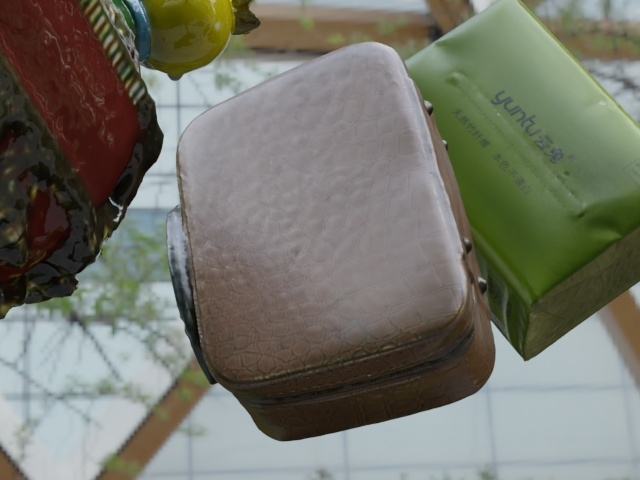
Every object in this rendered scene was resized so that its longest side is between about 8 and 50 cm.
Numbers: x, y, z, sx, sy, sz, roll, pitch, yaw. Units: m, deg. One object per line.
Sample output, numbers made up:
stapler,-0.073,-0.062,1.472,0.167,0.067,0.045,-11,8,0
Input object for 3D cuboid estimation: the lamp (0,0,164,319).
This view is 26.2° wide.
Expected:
lamp,-0.178,-0.089,0.570,0.177,0.177,0.274,-10,-43,17

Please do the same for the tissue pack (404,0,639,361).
tissue pack,0.190,-0.062,1.323,0.200,0.275,0.167,-33,-23,-11

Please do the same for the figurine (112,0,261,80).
figurine,-0.191,-0.206,1.416,0.234,0.127,0.185,-24,-11,-33

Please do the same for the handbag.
handbag,0.000,0.000,0.694,0.151,0.193,0.072,-18,-36,11
